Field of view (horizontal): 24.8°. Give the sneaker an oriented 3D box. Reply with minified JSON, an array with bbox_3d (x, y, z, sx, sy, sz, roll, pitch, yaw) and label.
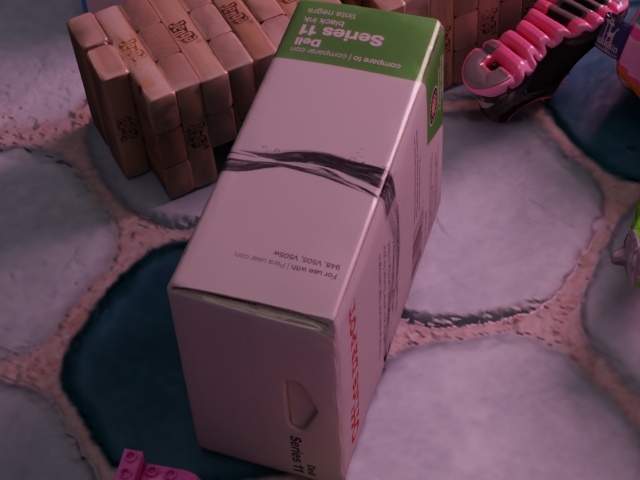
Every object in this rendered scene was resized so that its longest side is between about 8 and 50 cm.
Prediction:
[{"bbox_3d":[0.144,-0.116,0.916,0.119,0.057,0.047,-33,48,-7],"label":"sneaker"}]

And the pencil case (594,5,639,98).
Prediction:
[{"bbox_3d":[0.311,-0.085,0.848,0.284,0.124,0.124,35,60,25],"label":"pencil case"}]

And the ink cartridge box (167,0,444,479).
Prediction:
[{"bbox_3d":[0.000,0.000,0.771,0.087,0.153,0.208,12,52,12],"label":"ink cartridge box"}]

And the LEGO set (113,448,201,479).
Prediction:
[{"bbox_3d":[-0.010,0.160,0.681,0.227,0.093,0.087,8,52,8],"label":"LEGO set"}]

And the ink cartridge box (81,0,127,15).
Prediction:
[{"bbox_3d":[-0.124,-0.237,1.002,0.090,0.092,0.143,-5,50,-1],"label":"ink cartridge box"}]

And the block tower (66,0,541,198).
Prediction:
[{"bbox_3d":[0.019,-0.137,0.919,0.335,0.097,0.091,-24,55,-14],"label":"block tower"}]

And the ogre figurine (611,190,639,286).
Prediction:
[{"bbox_3d":[0.249,0.012,0.792,0.197,0.097,0.118,41,49,17],"label":"ogre figurine"}]
